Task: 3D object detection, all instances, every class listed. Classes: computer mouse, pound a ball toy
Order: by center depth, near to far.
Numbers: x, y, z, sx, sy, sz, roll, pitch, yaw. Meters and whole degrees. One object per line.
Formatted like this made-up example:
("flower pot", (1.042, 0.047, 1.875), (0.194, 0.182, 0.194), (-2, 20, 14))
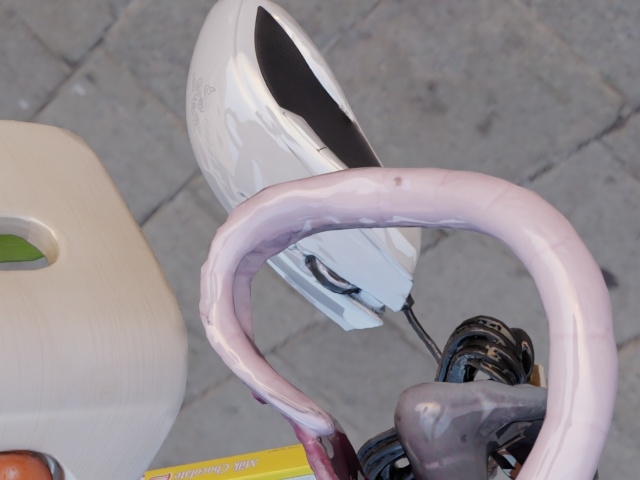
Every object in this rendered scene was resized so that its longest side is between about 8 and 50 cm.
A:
("pound a ball toy", (-0.184, 0.077, 0.497), (0.208, 0.319, 0.135), (-57, 49, 33))
("computer mouse", (0.000, 0.000, 0.581), (0.193, 0.042, 0.106), (56, 145, 9))

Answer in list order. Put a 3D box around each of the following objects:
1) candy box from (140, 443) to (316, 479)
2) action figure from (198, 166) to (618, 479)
("candy box", (-0.069, 0.173, 0.922), (0.206, 0.027, 0.105), (-13, 124, 25))
("action figure", (0.047, 0.195, 0.351), (0.248, 0.370, 0.275), (-4, 132, 42))
